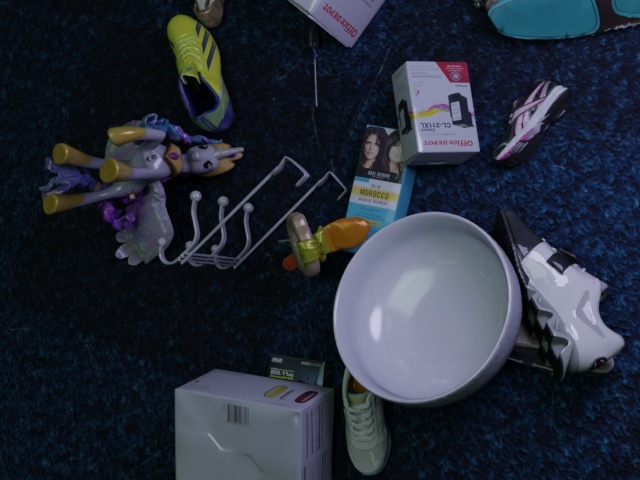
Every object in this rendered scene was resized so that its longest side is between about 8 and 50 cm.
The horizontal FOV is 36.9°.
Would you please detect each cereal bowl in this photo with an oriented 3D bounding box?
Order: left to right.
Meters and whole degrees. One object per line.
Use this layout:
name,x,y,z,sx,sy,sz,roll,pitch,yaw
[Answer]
cereal bowl,0.197,0.129,1.657,0.338,0.141,0.339,-14,63,29

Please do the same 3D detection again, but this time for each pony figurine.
pony figurine,-0.372,-0.124,1.913,0.351,0.363,0.303,-22,80,36

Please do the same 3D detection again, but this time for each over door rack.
over door rack,-0.132,-0.060,1.819,0.324,0.239,0.108,-33,76,17

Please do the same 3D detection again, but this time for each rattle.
rattle,0.000,0.000,1.812,0.142,0.200,0.130,-35,77,-12

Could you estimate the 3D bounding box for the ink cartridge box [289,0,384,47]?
ink cartridge box,0.062,-0.535,1.823,0.117,0.201,0.278,40,99,25

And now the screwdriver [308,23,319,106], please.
screwdriver,-0.010,-0.352,1.934,0.024,0.025,0.170,-5,89,23

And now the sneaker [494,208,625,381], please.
sneaker,0.403,0.077,1.633,0.146,0.122,0.331,-15,59,-8

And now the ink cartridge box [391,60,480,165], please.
ink cartridge box,0.211,-0.231,1.748,0.127,0.072,0.175,-3,78,-20

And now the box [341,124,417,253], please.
box,0.115,-0.089,1.809,0.100,0.060,0.244,12,87,25

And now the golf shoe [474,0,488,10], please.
golf shoe,0.291,-0.563,1.796,0.120,0.105,0.273,-27,77,2

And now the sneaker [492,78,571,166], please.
sneaker,0.368,-0.214,1.721,0.178,0.072,0.077,-48,55,2

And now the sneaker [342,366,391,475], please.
sneaker,0.076,0.313,1.747,0.087,0.092,0.229,-6,81,21

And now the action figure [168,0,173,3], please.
action figure,-0.310,-0.703,2.076,0.330,0.178,0.341,-56,36,1

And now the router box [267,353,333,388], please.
router box,-0.042,0.270,1.835,0.122,0.038,0.092,4,83,25

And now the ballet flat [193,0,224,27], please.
ballet flat,-0.234,-0.557,2.033,0.073,0.067,0.206,-5,80,24

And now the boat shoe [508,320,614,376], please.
boat shoe,0.399,0.196,1.650,0.206,0.075,0.065,16,132,20

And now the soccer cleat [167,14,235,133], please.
soccer cleat,-0.258,-0.356,1.983,0.093,0.121,0.289,-27,72,18

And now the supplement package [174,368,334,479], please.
supplement package,-0.122,0.368,1.773,0.261,0.145,0.204,5,100,24

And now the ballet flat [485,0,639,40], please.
ballet flat,0.500,-0.439,1.672,0.408,0.147,0.147,-1,82,21
